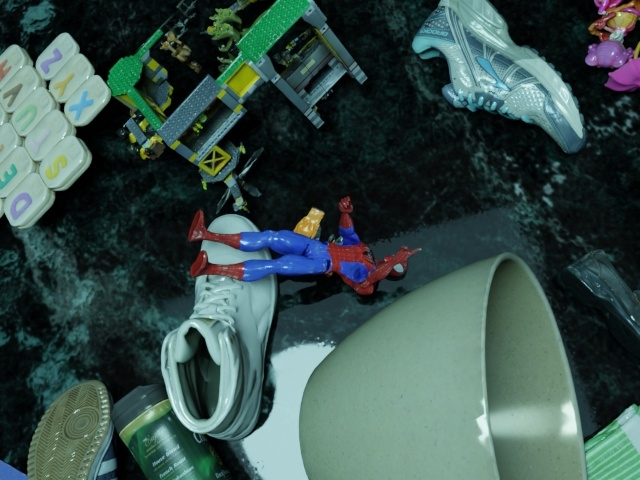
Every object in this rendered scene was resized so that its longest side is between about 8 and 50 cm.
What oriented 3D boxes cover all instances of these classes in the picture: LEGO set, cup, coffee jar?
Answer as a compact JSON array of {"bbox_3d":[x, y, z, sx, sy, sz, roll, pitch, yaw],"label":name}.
[{"bbox_3d":[-0.102,-0.217,0.924,0.255,0.192,0.331,39,92,35],"label":"LEGO set"},{"bbox_3d":[0.118,0.195,0.719,0.237,0.331,0.331,-13,72,29],"label":"cup"},{"bbox_3d":[-0.171,0.257,0.815,0.079,0.096,0.184,-37,75,-1],"label":"coffee jar"}]

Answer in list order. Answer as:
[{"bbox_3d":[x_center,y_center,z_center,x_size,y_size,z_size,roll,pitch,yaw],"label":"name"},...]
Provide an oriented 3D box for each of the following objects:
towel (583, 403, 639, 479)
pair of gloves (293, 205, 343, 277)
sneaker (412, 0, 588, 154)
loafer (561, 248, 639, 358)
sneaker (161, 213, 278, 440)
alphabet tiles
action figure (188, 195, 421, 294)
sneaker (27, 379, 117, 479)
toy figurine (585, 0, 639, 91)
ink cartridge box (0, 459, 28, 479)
[{"bbox_3d":[0.321,0.377,0.768,0.325,0.038,0.248,-37,75,-6],"label":"towel"},{"bbox_3d":[0.002,0.001,0.915,0.083,0.010,0.074,31,79,12],"label":"pair of gloves"},{"bbox_3d":[0.237,-0.208,0.919,0.122,0.110,0.283,-42,72,12],"label":"sneaker"},{"bbox_3d":[0.377,0.082,0.834,0.061,0.062,0.170,-36,76,-10],"label":"loafer"},{"bbox_3d":[-0.117,0.088,0.821,0.108,0.169,0.292,-4,73,6],"label":"sneaker"},{"bbox_3d":[-0.415,-0.150,0.937,0.278,0.021,0.284,-44,59,7],"label":"alphabet tiles"},{"bbox_3d":[0.000,0.000,0.810,0.280,0.139,0.091,9,52,-27],"label":"action figure"},{"bbox_3d":[-0.271,0.317,0.818,0.099,0.153,0.282,-17,43,3],"label":"sneaker"},{"bbox_3d":[0.415,-0.280,0.914,0.173,0.130,0.159,22,87,33],"label":"toy figurine"},{"bbox_3d":[-0.541,0.381,0.830,0.304,0.072,0.307,24,80,11],"label":"ink cartridge box"}]
